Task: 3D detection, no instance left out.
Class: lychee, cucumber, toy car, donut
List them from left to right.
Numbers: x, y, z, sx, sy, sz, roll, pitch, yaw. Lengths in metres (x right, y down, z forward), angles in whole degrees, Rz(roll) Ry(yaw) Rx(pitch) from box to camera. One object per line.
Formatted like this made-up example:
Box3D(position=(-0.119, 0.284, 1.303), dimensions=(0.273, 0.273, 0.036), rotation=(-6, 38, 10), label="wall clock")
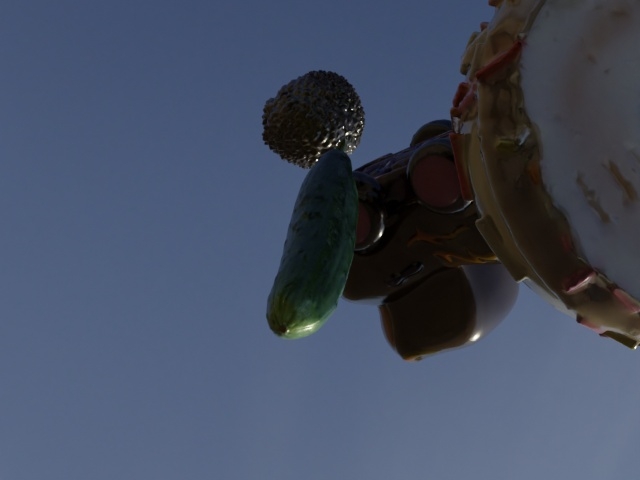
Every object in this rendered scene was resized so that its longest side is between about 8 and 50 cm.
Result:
Box3D(position=(-0.004, -0.080, 0.838), dimensions=(0.067, 0.068, 0.083), rotation=(-69, -153, 15), label="lychee")
Box3D(position=(0.000, 0.000, 0.638), dimensions=(0.037, 0.155, 0.037), rotation=(6, -51, 7), label="cucumber")
Box3D(position=(0.161, -0.014, 1.385), dimensions=(0.340, 0.271, 0.240), rotation=(-21, -81, 36), label="toy car")
Box3D(position=(0.279, -0.088, 1.119), dimensions=(0.383, 0.382, 0.142), rotation=(62, -27, -4), label="donut")
